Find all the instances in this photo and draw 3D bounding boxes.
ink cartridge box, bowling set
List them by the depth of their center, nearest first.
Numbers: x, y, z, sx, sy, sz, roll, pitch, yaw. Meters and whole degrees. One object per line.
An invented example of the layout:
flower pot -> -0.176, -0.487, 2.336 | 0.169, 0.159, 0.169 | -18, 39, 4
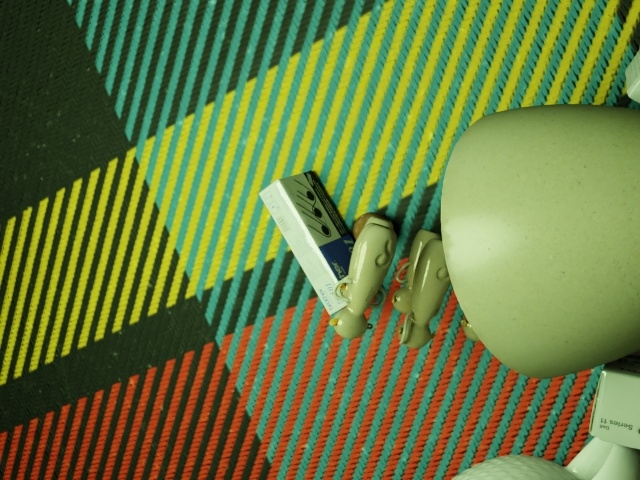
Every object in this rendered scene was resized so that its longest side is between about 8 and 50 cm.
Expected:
ink cartridge box -> 0.425, 0.189, 1.093 | 0.153, 0.208, 0.087 | 10, 102, 21
bowling set -> 0.112, 0.056, 1.249 | 0.200, 0.287, 0.154 | 30, 104, 60
ink cartridge box -> 0.000, 0.000, 1.306 | 0.046, 0.097, 0.207 | -34, 84, 33

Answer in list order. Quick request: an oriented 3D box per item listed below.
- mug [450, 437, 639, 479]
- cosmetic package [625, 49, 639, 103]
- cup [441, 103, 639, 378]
mug -> 0.275, 0.384, 1.122 | 0.276, 0.328, 0.374 | 40, 110, 13
cosmetic package -> 0.506, -0.217, 1.001 | 0.224, 0.138, 0.224 | 31, 119, 3
cup -> 0.334, -0.017, 1.001 | 0.237, 0.331, 0.331 | -15, 92, 46
